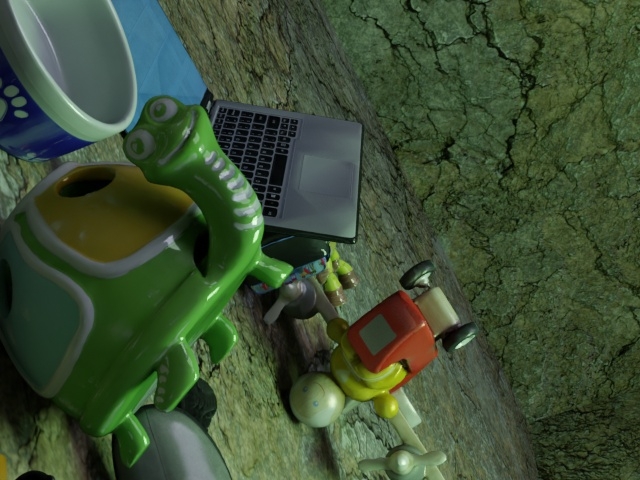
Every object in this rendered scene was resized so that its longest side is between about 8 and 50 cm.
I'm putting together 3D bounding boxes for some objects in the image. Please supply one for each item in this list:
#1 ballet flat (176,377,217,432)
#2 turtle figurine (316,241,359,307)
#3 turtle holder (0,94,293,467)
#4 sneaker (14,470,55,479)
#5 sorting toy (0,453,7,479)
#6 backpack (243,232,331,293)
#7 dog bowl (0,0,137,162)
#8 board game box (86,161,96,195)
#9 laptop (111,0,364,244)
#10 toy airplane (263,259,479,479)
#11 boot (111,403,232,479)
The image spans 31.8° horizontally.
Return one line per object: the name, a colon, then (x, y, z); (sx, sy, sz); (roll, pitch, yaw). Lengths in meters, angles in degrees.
ballet flat: (-0.158, 0.218, 1.336); (0.057, 0.049, 0.173); (29, 24, -14)
turtle figurine: (0.000, 0.000, 2.044); (0.269, 0.087, 0.217); (-73, 140, -66)
turtle holder: (-0.180, 0.036, 1.026); (0.227, 0.243, 0.320); (40, -22, 2)
sneaker: (-0.228, 0.230, 0.935); (0.188, 0.067, 0.078); (75, 13, -80)
sorting toy: (-0.320, 0.201, 0.802); (0.307, 0.041, 0.229); (53, 24, -62)
backpack: (-0.075, -0.026, 1.721); (0.173, 0.158, 0.117); (-111, 178, -47)
dog bowl: (-0.313, -0.223, 1.227); (0.265, 0.104, 0.265); (58, 19, -34)
board game box: (-0.233, 0.028, 1.290); (0.147, 0.045, 0.194); (50, 25, -50)
laptop: (-0.123, -0.214, 1.649); (0.382, 0.407, 0.236); (-83, -177, -58)
toy airplane: (0.065, 0.210, 1.776); (0.386, 0.272, 0.385); (27, -41, 55)
boot: (-0.106, 0.318, 1.066); (0.222, 0.118, 0.338); (153, -84, -79)
